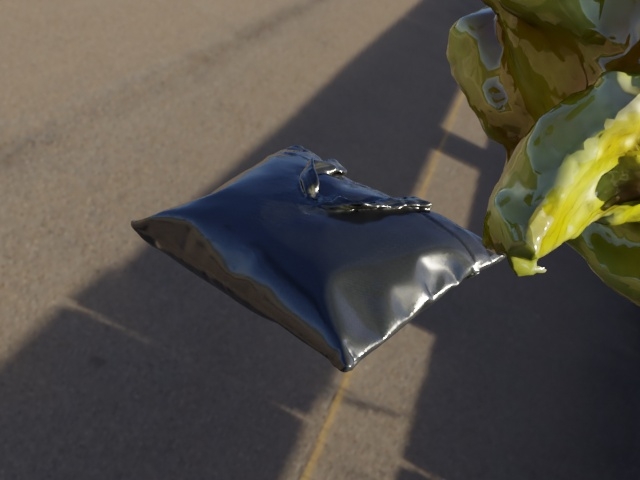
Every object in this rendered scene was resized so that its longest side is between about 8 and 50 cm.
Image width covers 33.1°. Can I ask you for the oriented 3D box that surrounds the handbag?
[{"bbox_3d":[0.000,0.000,0.911,0.254,0.089,0.211,30,43,34],"label":"handbag"}]

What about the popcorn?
[{"bbox_3d":[0.225,-0.099,0.733,0.321,0.326,0.290,-20,32,-3],"label":"popcorn"}]
